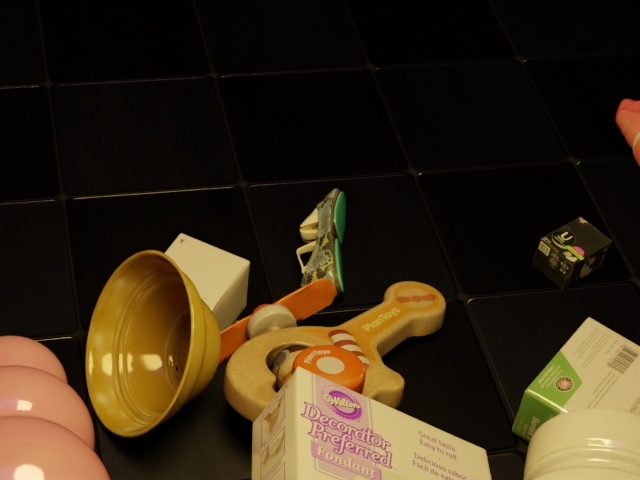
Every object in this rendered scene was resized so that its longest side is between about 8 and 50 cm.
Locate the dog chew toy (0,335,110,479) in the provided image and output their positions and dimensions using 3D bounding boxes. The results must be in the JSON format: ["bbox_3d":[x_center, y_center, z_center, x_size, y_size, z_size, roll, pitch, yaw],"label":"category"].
[{"bbox_3d":[-0.325,0.229,1.423,0.206,0.207,0.332,-3,37,-12],"label":"dog chew toy"}]

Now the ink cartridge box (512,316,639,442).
[{"bbox_3d":[0.366,0.214,1.605,0.219,0.093,0.160,32,49,22],"label":"ink cartridge box"}]

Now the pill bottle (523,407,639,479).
[{"bbox_3d":[0.277,0.360,1.364,0.204,0.204,0.361,13,44,5],"label":"pill bottle"}]

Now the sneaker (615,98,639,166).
[{"bbox_3d":[0.591,-0.201,2.050,0.313,0.116,0.136,-12,46,-20],"label":"sneaker"}]

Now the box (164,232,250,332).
[{"bbox_3d":[-0.155,0.065,1.683,0.101,0.087,0.102,22,46,14],"label":"box"}]

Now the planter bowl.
[{"bbox_3d":[-0.179,0.126,1.576,0.090,0.217,0.217,14,34,-40],"label":"planter bowl"}]

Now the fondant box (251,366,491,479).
[{"bbox_3d":[0.057,0.295,1.285,0.238,0.096,0.330,26,28,-18],"label":"fondant box"}]

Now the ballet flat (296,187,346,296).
[{"bbox_3d":[0.000,0.000,1.796,0.070,0.070,0.188,6,41,-2],"label":"ballet flat"}]

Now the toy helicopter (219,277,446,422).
[{"bbox_3d":[0.019,0.128,1.647,0.235,0.140,0.355,27,36,31],"label":"toy helicopter"}]

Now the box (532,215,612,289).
[{"bbox_3d":[0.342,0.016,1.834,0.083,0.052,0.062,-25,55,-31],"label":"box"}]
